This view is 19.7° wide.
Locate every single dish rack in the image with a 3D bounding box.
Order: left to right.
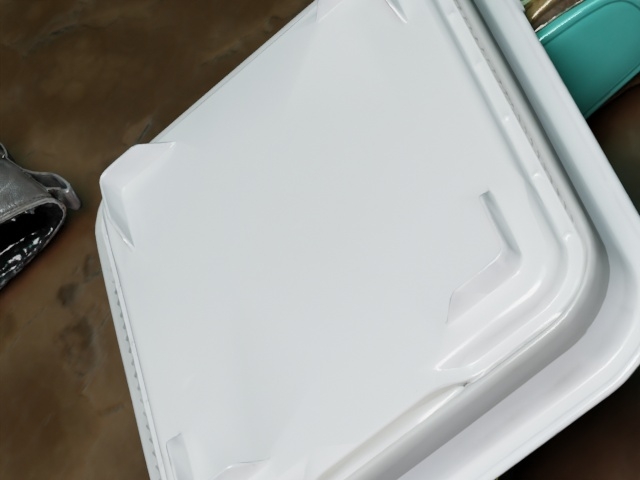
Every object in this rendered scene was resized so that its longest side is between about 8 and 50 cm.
[{"bbox_3d":[0.000,0.000,0.923,0.285,0.072,0.333,-38,42,16],"label":"dish rack"}]

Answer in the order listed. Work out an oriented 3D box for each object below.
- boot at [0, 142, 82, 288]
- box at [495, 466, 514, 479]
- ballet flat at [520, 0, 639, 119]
[{"bbox_3d":[-0.302,-0.011,1.157,0.263,0.091,0.229,-37,52,-3],"label":"boot"},{"bbox_3d":[0.004,0.131,0.926,0.184,0.045,0.190,-10,47,33],"label":"box"},{"bbox_3d":[0.186,-0.154,1.010,0.342,0.116,0.124,-33,38,17],"label":"ballet flat"}]
